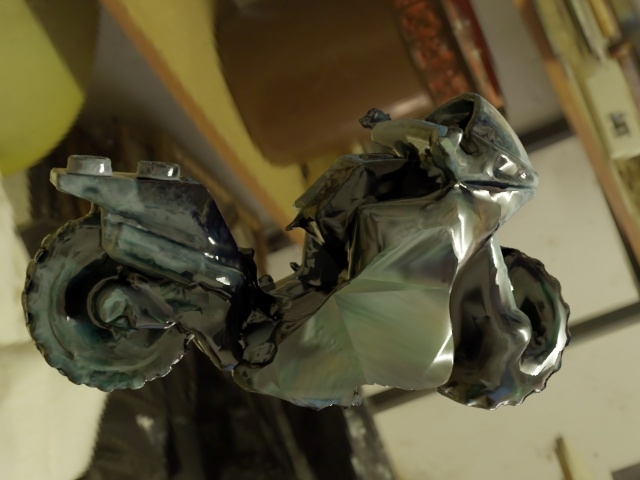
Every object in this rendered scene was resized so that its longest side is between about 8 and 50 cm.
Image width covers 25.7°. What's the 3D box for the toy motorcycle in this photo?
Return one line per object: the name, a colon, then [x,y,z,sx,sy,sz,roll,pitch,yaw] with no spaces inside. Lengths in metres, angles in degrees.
toy motorcycle: [0.000,0.000,0.665,0.106,0.270,0.159,-153,-110,-72]
